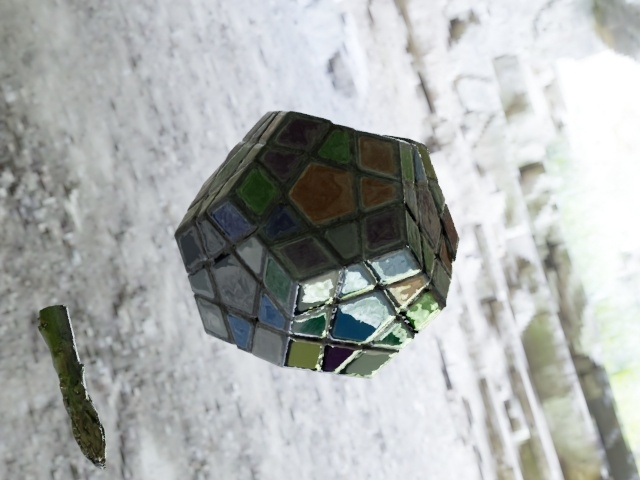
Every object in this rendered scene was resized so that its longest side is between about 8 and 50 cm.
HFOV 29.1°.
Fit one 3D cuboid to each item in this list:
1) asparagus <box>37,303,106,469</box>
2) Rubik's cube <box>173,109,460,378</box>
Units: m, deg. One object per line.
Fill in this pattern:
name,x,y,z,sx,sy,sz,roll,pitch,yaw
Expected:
asparagus,-0.235,0.142,1.184,0.036,0.030,0.165,48,23,-86
Rubik's cube,0.000,0.000,0.475,0.093,0.111,0.111,-24,98,-41
